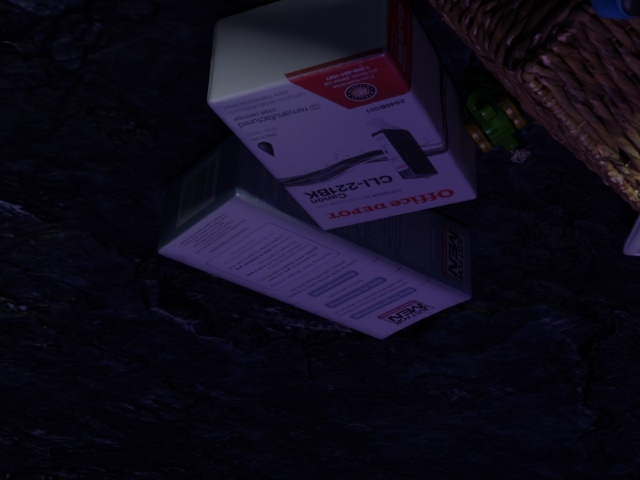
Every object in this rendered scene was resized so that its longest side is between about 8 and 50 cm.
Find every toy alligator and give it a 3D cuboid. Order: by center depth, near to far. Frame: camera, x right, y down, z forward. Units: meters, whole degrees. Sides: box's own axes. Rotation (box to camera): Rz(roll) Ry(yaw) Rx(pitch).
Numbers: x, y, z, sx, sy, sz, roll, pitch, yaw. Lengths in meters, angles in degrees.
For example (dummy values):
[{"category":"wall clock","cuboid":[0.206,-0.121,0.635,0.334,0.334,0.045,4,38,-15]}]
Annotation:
[{"category":"toy alligator","cuboid":[0.196,-0.132,1.144,0.056,0.051,0.189,-35,159,13]}]

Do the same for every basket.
[{"category":"basket","cuboid":[0.274,-0.204,0.971,0.213,0.223,0.299,-45,133,11]}]

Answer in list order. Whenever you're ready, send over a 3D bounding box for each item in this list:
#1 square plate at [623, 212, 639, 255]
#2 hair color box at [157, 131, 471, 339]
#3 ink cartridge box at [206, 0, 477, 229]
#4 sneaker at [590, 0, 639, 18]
[{"category":"square plate","cuboid":[0.561,-0.079,1.202,0.347,0.049,0.344,1,151,5]},{"category":"hair color box","cuboid":[0.000,0.000,1.330,0.374,0.114,0.185,24,144,-30]},{"category":"ink cartridge box","cuboid":[0.034,-0.136,1.090,0.197,0.114,0.273,-12,148,23]},{"category":"sneaker","cuboid":[0.127,-0.284,0.730,0.340,0.140,0.125,26,-175,-6]}]
